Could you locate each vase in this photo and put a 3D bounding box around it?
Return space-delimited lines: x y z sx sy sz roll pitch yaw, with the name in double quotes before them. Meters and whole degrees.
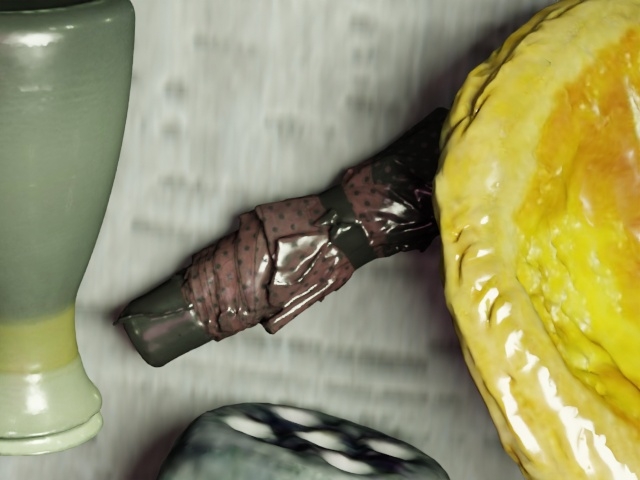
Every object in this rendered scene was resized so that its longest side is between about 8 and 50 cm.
"vase" -0.213 -0.016 1.243 0.173 0.173 0.321 0 109 -1

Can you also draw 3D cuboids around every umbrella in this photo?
"umbrella" 0.000 0.000 1.280 0.326 0.094 0.090 -29 95 4

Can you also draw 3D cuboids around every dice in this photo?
"dice" -0.019 0.225 1.257 0.183 0.181 0.182 17 99 23

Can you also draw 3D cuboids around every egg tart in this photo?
"egg tart" 0.247 0.039 1.207 0.443 0.178 0.443 12 65 -27
